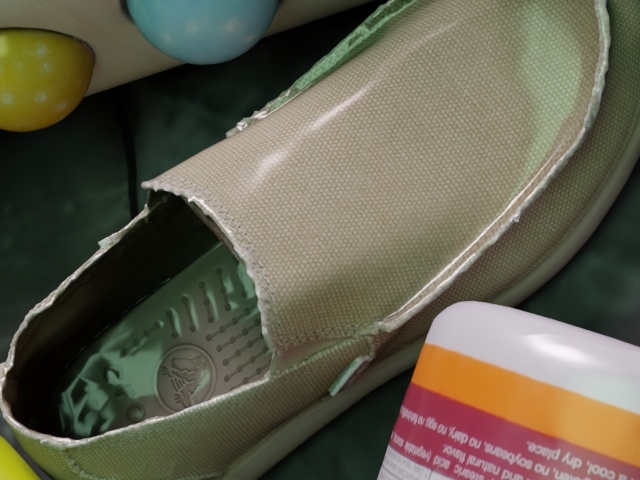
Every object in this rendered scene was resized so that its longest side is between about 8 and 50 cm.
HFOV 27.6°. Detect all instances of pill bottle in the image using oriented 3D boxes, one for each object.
[{"bbox_3d":[0.055,0.137,0.354,0.121,0.121,0.221,17,86,27],"label":"pill bottle"}]

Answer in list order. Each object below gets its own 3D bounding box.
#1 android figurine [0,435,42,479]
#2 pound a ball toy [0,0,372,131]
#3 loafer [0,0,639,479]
[{"bbox_3d":[-0.161,0.177,0.449,0.273,0.056,0.248,42,102,27],"label":"android figurine"},{"bbox_3d":[-0.153,-0.108,0.459,0.319,0.208,0.136,-15,72,21],"label":"pound a ball toy"},{"bbox_3d":[0.000,0.000,0.427,0.268,0.092,0.102,-45,64,10],"label":"loafer"}]
